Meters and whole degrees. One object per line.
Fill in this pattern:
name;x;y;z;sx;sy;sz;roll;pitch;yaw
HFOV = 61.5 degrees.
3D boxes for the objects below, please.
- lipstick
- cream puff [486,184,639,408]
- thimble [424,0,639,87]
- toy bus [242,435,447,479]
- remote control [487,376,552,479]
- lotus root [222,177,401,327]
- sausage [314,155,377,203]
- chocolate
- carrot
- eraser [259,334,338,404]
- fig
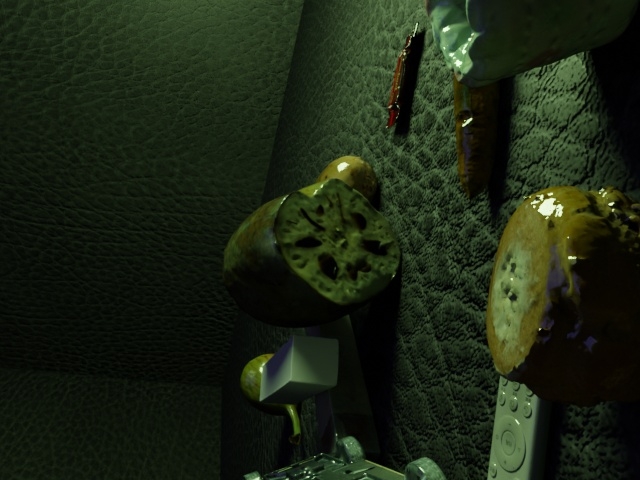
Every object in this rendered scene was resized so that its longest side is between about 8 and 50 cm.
lipstick;0.030;0.247;0.989;0.371;0.076;0.080;-101;23;-55
cream puff;0.191;0.040;0.390;0.150;0.115;0.165;-88;4;-53
thimble;0.167;-0.251;0.470;0.185;0.149;0.211;49;-157;-70
toy bus;0.031;0.362;0.622;0.365;0.176;0.202;148;108;-67
remote control;0.185;0.173;0.506;0.067;0.029;0.261;176;102;-76
lotus root;-0.044;0.042;0.967;0.346;0.250;0.251;-22;59;61
sausage;-0.002;-0.002;1.192;0.136;0.123;0.501;59;147;25
chocolate;0.148;-0.291;0.963;0.086;0.028;0.183;180;100;-84
carrot;0.196;-0.203;0.660;0.066;0.066;0.314;156;119;-74
eraser;-0.047;0.243;0.975;0.298;0.078;0.076;125;150;-62
fig;-0.091;0.387;1.339;0.259;0.151;0.151;28;111;49
